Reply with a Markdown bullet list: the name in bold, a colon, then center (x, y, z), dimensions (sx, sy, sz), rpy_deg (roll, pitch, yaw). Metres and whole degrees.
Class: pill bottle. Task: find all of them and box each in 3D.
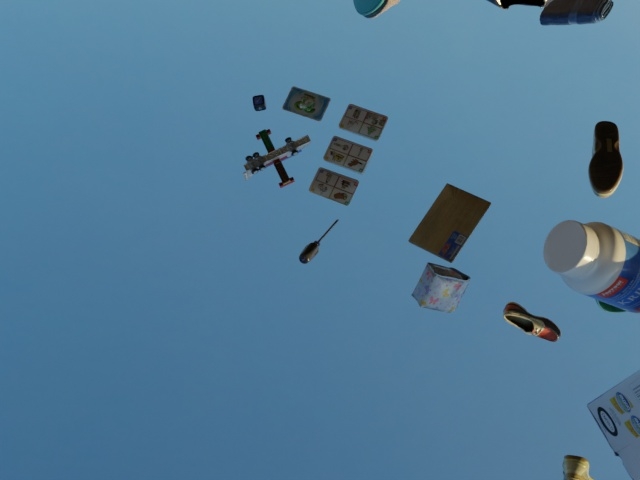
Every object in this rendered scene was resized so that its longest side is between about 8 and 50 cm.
- **pill bottle**: center (0.479, 0.040, 1.750), dimensions (0.221, 0.124, 0.124), rpy_deg (18, -157, -34)

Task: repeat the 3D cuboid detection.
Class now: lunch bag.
- **lunch bag**: center (0.208, 0.082, 1.783), dimensions (0.083, 0.071, 0.053), rpy_deg (13, -156, -26)

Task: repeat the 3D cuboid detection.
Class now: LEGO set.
- **LEGO set**: center (-0.025, -0.169, 1.829), dimensions (0.244, 0.060, 0.183), rpy_deg (20, -107, 14)

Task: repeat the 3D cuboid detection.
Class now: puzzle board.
- **puzzle board**: center (0.225, -0.030, 1.817), dimensions (0.096, 0.011, 0.128), rpy_deg (28, -101, 34)

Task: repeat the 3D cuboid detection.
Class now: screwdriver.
- **screwdriver**: center (0.000, 0.000, 1.809), dimensions (0.024, 0.025, 0.170), rpy_deg (29, -152, 8)

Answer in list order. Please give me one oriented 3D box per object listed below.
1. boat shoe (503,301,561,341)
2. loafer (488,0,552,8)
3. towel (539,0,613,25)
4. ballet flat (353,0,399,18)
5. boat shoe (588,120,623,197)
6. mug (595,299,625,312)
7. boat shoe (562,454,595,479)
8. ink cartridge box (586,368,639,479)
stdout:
- **boat shoe**: center (0.452, 0.181, 2.239), dimensions (0.137, 0.049, 0.043), rpy_deg (31, -146, 0)
- **loafer**: center (0.302, -0.435, 1.759), dimensions (0.220, 0.080, 0.078), rpy_deg (11, -128, 33)
- **towel**: center (0.453, -0.404, 1.854), dimensions (0.119, 0.029, 0.067), rpy_deg (6, -136, 36)
- **ballet flat**: center (0.153, -0.520, 2.001), dimensions (0.106, 0.316, 0.108), rpy_deg (-13, -100, -17)
- **boat shoe**: center (0.578, -0.153, 2.122), dimensions (0.068, 0.072, 0.190), rpy_deg (10, -126, 10)
- **mug**: center (0.609, 0.062, 2.132), dimensions (0.129, 0.158, 0.097), rpy_deg (-13, -134, 1)
- **boat shoe**: center (0.427, 0.408, 1.727), dimensions (0.056, 0.153, 0.048), rpy_deg (5, -126, 22)
- **ink cartridge box**: center (0.638, 0.319, 1.765), dimensions (0.151, 0.395, 0.270), rpy_deg (-14, -114, -36)
